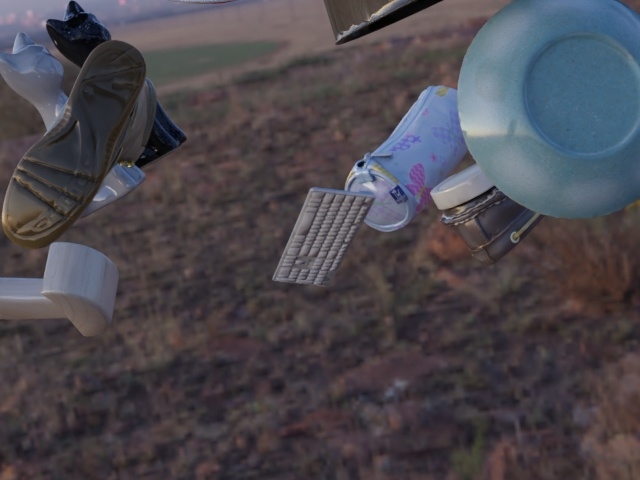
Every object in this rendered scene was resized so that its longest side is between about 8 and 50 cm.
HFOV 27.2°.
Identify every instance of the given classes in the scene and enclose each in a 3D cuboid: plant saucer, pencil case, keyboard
[{"bbox_3d":[0.210,-0.116,1.076,0.195,0.195,0.037,-11,-3,-9],"label":"plant saucer"},{"bbox_3d":[0.145,-0.131,2.056,0.113,0.124,0.273,-27,15,47],"label":"pencil case"},{"bbox_3d":[0.000,0.000,1.514,0.072,0.014,0.256,1,-24,-12],"label":"keyboard"}]

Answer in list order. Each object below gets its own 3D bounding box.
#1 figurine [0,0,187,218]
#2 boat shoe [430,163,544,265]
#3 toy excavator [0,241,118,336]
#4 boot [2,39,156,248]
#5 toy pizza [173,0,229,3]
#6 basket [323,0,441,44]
[{"bbox_3d":[-0.268,-0.156,1.500,0.092,0.209,0.215,-24,15,24],"label":"figurine"},{"bbox_3d":[0.237,-0.069,1.485,0.116,0.097,0.324,-24,5,38],"label":"boat shoe"},{"bbox_3d":[-0.555,0.037,1.767,0.433,0.222,0.445,-21,-38,36],"label":"toy excavator"},{"bbox_3d":[-0.227,-0.083,1.296,0.077,0.213,0.165,28,-5,1],"label":"boot"},{"bbox_3d":[-0.047,-0.217,0.941,0.201,0.032,0.201,-8,40,7],"label":"toy pizza"},{"bbox_3d":[0.050,-0.310,1.136,0.154,0.227,0.204,-27,6,-38],"label":"basket"}]
